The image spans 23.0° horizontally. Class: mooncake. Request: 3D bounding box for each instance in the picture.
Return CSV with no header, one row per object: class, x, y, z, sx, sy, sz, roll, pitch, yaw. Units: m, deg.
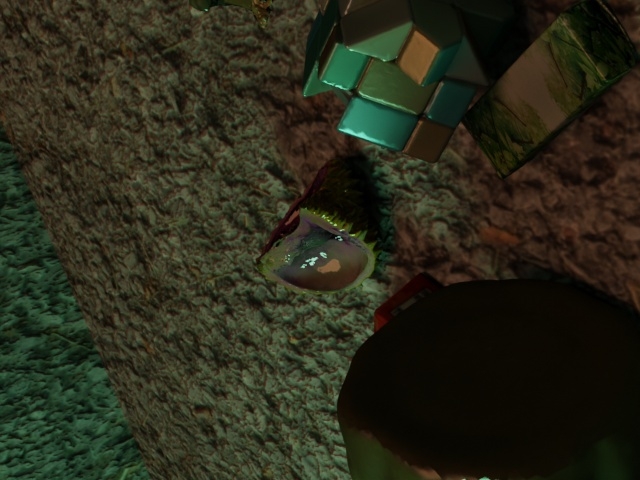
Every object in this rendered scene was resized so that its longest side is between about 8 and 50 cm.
mooncake,0.212,0.222,1.875,0.378,0.378,0.200,32,143,48

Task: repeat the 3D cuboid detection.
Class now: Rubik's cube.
Rubik's cube,0.104,-0.246,1.849,0.265,0.224,0.213,-88,19,-50

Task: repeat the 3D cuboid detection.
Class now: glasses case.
glasses case,0.258,-0.171,1.800,0.095,0.062,0.272,56,153,6

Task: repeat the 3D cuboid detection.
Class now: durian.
durian,0.012,-0.004,2.316,0.186,0.154,0.260,47,150,-12

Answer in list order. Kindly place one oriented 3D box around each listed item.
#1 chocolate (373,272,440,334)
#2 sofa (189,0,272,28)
chocolate,0.171,0.207,2.215,0.237,0.108,0.234,43,144,40
sofa,-0.066,-0.416,1.978,0.182,0.258,0.200,29,138,31
